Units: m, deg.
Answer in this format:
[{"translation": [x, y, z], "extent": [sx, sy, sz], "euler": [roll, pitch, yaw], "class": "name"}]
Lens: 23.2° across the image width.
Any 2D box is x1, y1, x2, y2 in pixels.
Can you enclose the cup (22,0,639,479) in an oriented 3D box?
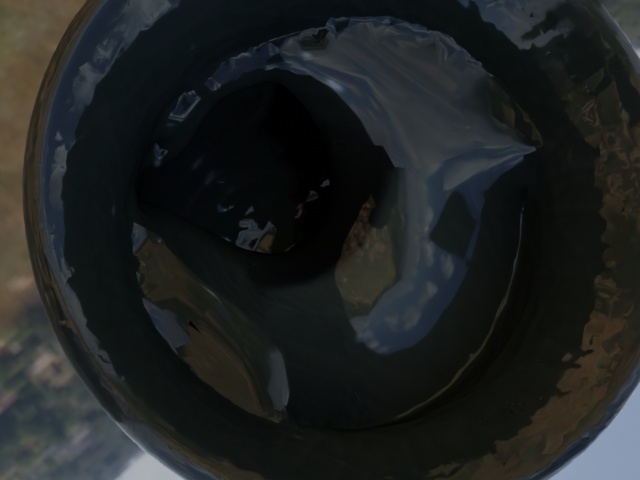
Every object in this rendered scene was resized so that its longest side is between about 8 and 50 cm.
[{"translation": [0.000, 0.000, 0.525], "extent": [0.199, 0.199, 0.150], "euler": [-42, 178, -16], "class": "cup"}]
